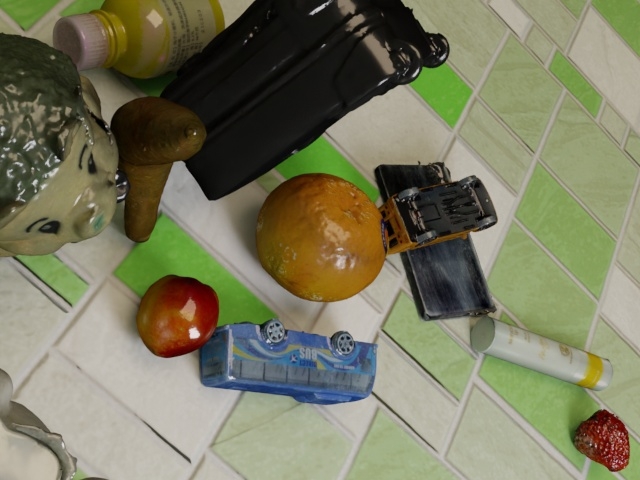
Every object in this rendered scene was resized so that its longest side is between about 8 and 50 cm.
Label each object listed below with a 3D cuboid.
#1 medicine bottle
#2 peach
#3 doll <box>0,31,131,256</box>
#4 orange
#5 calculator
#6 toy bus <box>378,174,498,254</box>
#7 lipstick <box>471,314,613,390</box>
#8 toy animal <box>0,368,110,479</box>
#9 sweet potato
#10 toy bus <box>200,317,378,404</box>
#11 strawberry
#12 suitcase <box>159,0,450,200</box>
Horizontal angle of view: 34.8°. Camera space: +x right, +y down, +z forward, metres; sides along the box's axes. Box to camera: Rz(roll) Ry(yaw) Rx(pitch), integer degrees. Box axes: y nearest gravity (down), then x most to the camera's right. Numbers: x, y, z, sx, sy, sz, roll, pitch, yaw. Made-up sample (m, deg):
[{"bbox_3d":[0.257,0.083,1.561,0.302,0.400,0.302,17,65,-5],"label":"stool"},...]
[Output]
[{"bbox_3d":[-0.236,-0.266,1.310,0.212,0.122,0.122,-23,83,-43],"label":"medicine bottle"},{"bbox_3d":[-0.168,0.090,1.194,0.100,0.100,0.101,19,56,-31],"label":"peach"},{"bbox_3d":[-0.308,-0.090,1.008,0.247,0.349,0.247,0,91,-13],"label":"doll"},{"bbox_3d":[0.001,-0.003,1.339,0.177,0.155,0.178,27,48,-35],"label":"orange"},{"bbox_3d":[0.177,-0.003,1.576,0.161,0.021,0.262,-1,68,-39],"label":"calculator"},{"bbox_3d":[0.171,-0.036,1.515,0.194,0.088,0.083,-12,75,-39],"label":"toy bus"},{"bbox_3d":[0.348,0.179,1.592,0.264,0.059,0.059,20,56,-29],"label":"lipstick"},{"bbox_3d":[-0.331,0.230,0.947,0.325,0.154,0.208,47,53,-16],"label":"toy animal"},{"bbox_3d":[-0.189,-0.092,1.110,0.079,0.346,0.108,-5,74,-19],"label":"sweet potato"},{"bbox_3d":[-0.038,0.154,1.284,0.236,0.079,0.094,13,76,-34],"label":"toy bus"},{"bbox_3d":[0.440,0.312,1.579,0.083,0.083,0.096,-8,62,-41],"label":"strawberry"},{"bbox_3d":[-0.027,-0.200,1.270,0.188,0.339,0.345,53,18,-4],"label":"suitcase"}]
